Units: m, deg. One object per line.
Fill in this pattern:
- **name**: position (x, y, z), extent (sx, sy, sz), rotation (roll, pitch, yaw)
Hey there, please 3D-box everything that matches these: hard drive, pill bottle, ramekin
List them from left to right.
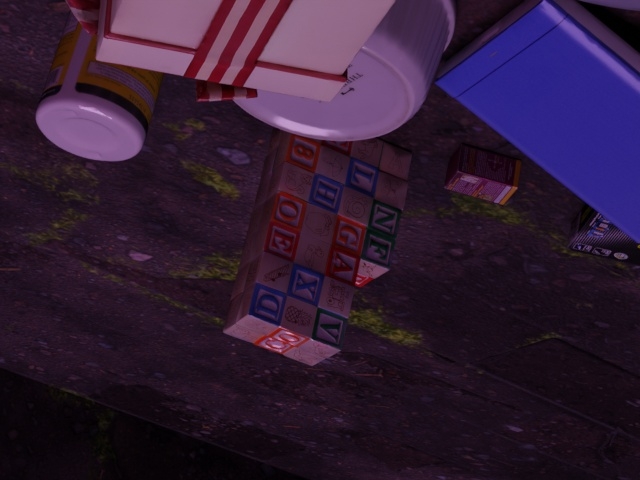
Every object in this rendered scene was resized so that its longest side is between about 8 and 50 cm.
- **pill bottle**: position (-0.226, -0.202, 1.414), extent (0.119, 0.209, 0.119), rotation (10, 155, 5)
- **ramekin**: position (0.005, -0.214, 1.384), extent (0.272, 0.127, 0.273), rotation (10, 155, 5)
- **hard drive**: position (0.307, -0.130, 1.429), extent (0.318, 0.040, 0.210), rotation (36, 149, -13)

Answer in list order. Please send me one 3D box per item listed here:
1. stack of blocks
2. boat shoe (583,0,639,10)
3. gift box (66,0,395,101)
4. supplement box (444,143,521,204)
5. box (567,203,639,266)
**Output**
- **stack of blocks**: position (0.000, 0.000, 1.635), extent (0.171, 0.297, 0.087), rotation (22, 153, -18)
- **boat shoe**: position (0.320, -0.272, 1.144), extent (0.113, 0.105, 0.306), rotation (11, 177, -20)
- **gift box**: position (-0.081, -0.289, 1.128), extent (0.276, 0.255, 0.258), rotation (12, 154, -15)
- **supplement box**: position (0.209, -0.084, 1.664), extent (0.083, 0.043, 0.055), rotation (15, 155, -9)
- **box**: position (0.439, -0.020, 1.696), extent (0.184, 0.045, 0.191), rotation (15, 156, -1)
